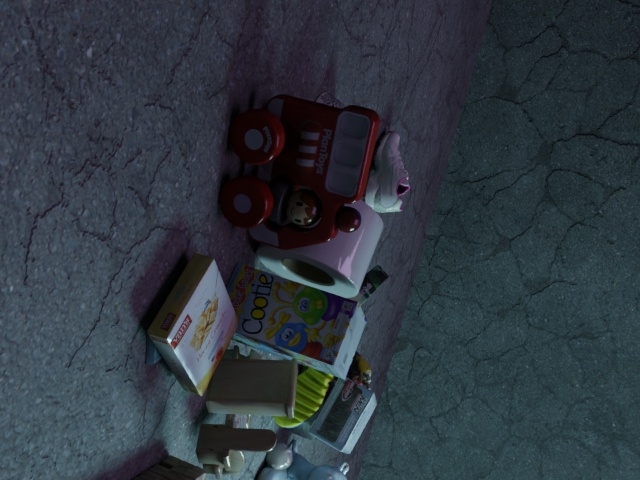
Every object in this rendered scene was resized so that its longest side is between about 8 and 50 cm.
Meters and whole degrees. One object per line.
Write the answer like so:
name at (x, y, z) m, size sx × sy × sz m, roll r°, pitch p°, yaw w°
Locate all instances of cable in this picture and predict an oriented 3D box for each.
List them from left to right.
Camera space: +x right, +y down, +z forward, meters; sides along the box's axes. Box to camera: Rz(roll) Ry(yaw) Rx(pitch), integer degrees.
cable at (0.113, 0.383, 2.418) m, size 0.139 × 0.072 × 0.287 m, roll 117°, pitch -26°, yaw -46°

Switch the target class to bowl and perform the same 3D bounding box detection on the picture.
bowl at (0.031, -0.265, 1.725) m, size 0.170 × 0.080 × 0.170 m, roll 17°, pitch 90°, yaw -74°

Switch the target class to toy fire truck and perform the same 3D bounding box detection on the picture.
toy fire truck at (-0.034, -0.121, 1.358) m, size 0.169 × 0.254 × 0.302 m, roll -32°, pitch 136°, yaw -65°

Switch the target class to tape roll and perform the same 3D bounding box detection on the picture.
tape roll at (0.000, 0.000, 1.596) m, size 0.246 × 0.246 × 0.169 m, roll 67°, pitch 43°, yaw -64°

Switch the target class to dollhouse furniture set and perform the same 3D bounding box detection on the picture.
dollhouse furniture set at (-0.132, 0.414, 1.532) m, size 0.303 × 0.173 × 0.356 m, roll -85°, pitch 174°, yaw -46°

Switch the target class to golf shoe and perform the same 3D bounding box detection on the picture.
golf shoe at (0.225, -0.211, 2.267) m, size 0.115 × 0.140 × 0.306 m, roll 74°, pitch 29°, yaw -60°

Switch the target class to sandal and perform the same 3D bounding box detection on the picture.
sandal at (-0.013, 0.404, 2.052) m, size 0.317 × 0.126 × 0.138 m, roll -48°, pitch 164°, yaw -6°

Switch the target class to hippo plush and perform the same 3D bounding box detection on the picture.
hippo plush at (-0.048, 0.749, 2.154) m, size 0.294 × 0.236 × 0.234 m, roll 50°, pitch 58°, yaw -70°

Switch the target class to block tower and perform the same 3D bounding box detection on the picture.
block tower at (-0.324, 0.497, 1.309) m, size 0.335 × 0.097 × 0.091 m, roll -10°, pitch 116°, yaw -73°

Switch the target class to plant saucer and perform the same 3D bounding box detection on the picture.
plant saucer at (-0.258, 0.159, 1.322) m, size 0.192 × 0.018 × 0.067 m, roll -43°, pitch 146°, yaw -61°

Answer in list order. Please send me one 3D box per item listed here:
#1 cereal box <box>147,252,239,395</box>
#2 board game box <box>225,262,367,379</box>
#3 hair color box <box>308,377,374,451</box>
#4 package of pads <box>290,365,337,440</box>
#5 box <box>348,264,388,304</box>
cereal box at (-0.224, 0.158, 1.314) m, size 0.240 × 0.047 × 0.173 m, roll 80°, pitch 31°, yaw -55°
board game box at (-0.062, 0.169, 1.504) m, size 0.144 × 0.275 × 0.142 m, roll 64°, pitch 45°, yaw -65°
hair color box at (0.075, 0.526, 2.142) m, size 0.185 × 0.113 × 0.374 m, roll -59°, pitch 167°, yaw -13°
package of pads at (0.009, 0.449, 2.284) m, size 0.229 × 0.101 × 0.297 m, roll -34°, pitch 138°, yaw -64°
box at (0.055, 0.192, 2.061) m, size 0.232 × 0.058 × 0.322 m, roll -40°, pitch 178°, yaw 25°
